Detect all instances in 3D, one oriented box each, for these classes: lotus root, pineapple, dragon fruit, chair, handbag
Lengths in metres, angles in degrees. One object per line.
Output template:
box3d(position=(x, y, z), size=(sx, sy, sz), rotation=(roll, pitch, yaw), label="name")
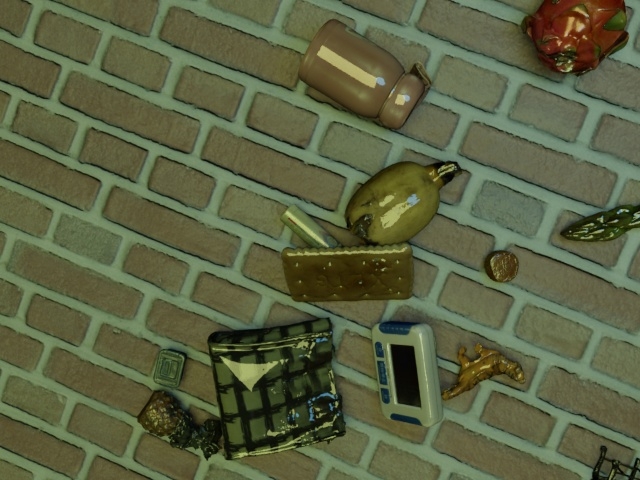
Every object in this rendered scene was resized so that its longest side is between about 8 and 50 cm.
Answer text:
box3d(position=(0.205, -0.104, 1.710), size=(0.310, 0.183, 0.183), rotation=(-38, 89, 7), label="lotus root")
box3d(position=(-0.366, 0.499, 1.853), size=(0.237, 0.111, 0.119), rotation=(34, 129, -5), label="pineapple")
box3d(position=(0.599, -0.493, 1.619), size=(0.224, 0.224, 0.227), rotation=(42, 92, 3), label="dragon fruit")
box3d(position=(0.735, 0.650, 1.727), size=(0.113, 0.106, 0.229), rotation=(16, 94, 5), label="chair")
box3d(position=(-0.110, 0.379, 1.790), size=(0.327, 0.162, 0.325), rotation=(-9, 96, -1), label="handbag")

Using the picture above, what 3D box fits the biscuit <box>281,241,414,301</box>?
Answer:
box3d(position=(0.071, 0.088, 1.736), size=(0.324, 0.044, 0.217), rotation=(-1, 138, 6), label="biscuit")

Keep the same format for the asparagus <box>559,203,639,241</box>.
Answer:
box3d(position=(0.730, -0.046, 1.700), size=(0.287, 0.080, 0.080), rotation=(-14, 92, 4), label="asparagus")

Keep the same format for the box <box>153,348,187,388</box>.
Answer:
box3d(position=(-0.400, 0.340, 1.867), size=(0.074, 0.054, 0.099), rotation=(14, 95, 4), label="box")

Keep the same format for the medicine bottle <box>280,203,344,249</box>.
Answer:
box3d(position=(0.000, 0.000, 1.795), size=(0.231, 0.059, 0.059), rotation=(40, 97, 3), label="medicine bottle")

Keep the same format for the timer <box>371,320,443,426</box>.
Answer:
box3d(position=(0.221, 0.329, 1.742), size=(0.178, 0.078, 0.253), rotation=(-2, 96, 48), label="timer")

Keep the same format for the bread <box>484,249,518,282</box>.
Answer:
box3d(position=(0.455, 0.065, 1.749), size=(0.085, 0.053, 0.085), rotation=(0, 91, -5), label="bread")

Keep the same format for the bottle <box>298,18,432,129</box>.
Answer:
box3d(position=(0.118, -0.409, 1.706), size=(0.297, 0.173, 0.206), rotation=(32, 63, 4), label="bottle")

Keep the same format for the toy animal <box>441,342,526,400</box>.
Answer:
box3d(position=(0.378, 0.347, 1.766), size=(0.255, 0.116, 0.114), rotation=(-29, 47, 13), label="toy animal")
